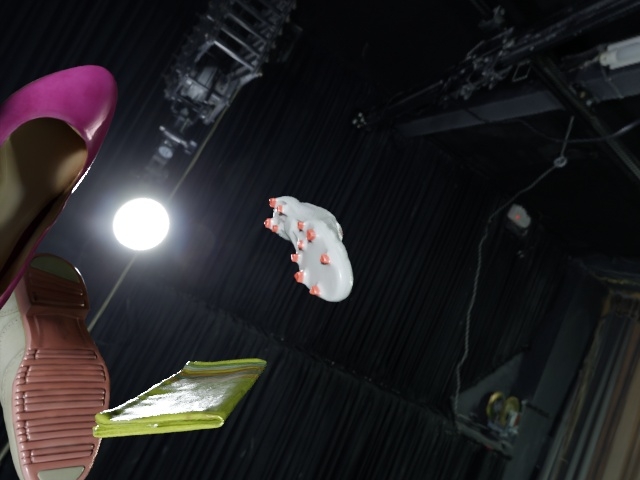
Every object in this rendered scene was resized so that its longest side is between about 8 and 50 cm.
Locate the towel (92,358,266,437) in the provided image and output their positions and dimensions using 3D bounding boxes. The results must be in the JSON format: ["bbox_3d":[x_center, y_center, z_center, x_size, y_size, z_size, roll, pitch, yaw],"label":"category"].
[{"bbox_3d":[-0.119,0.145,0.462,0.102,0.021,0.237,-6,-5,0],"label":"towel"}]

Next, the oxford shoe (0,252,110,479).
[{"bbox_3d":[-0.447,0.215,0.751,0.140,0.146,0.397,28,30,-49],"label":"oxford shoe"}]

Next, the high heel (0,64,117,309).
[{"bbox_3d":[-0.327,-0.049,0.535,0.181,0.377,0.127,19,-17,35],"label":"high heel"}]

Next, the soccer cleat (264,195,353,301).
[{"bbox_3d":[0.000,0.000,0.510,0.076,0.068,0.196,6,24,-27],"label":"soccer cleat"}]
